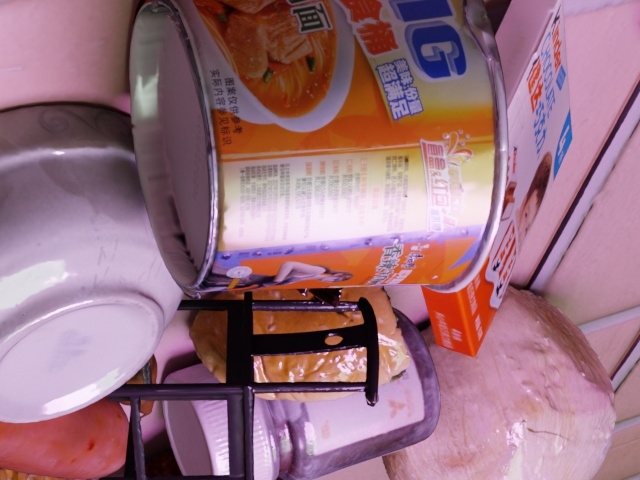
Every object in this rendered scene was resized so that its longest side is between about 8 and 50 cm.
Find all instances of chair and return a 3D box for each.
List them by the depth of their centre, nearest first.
[{"bbox_3d":[-0.078,0.138,1.522,0.260,0.154,0.141,0,126,-2],"label":"chair"}]

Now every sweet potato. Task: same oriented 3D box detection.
[{"bbox_3d":[-0.193,0.147,1.678,0.056,0.056,0.195,-22,157,-11],"label":"sweet potato"}]

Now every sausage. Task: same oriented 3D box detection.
[{"bbox_3d":[-0.280,0.173,1.572,0.113,0.114,0.259,-36,152,15],"label":"sausage"}]

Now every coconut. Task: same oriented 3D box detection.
[{"bbox_3d":[0.209,0.223,1.956,0.297,0.254,0.297,-22,150,-14],"label":"coconut"}]

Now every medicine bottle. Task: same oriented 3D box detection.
[{"bbox_3d":[-0.020,0.179,1.767,0.273,0.165,0.165,-15,150,-23],"label":"medicine bottle"}]

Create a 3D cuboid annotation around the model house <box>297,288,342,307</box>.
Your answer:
[{"bbox_3d":[-0.007,0.008,1.468,0.203,0.164,0.141,-10,134,-50],"label":"model house"}]

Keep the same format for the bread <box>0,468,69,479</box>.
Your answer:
[{"bbox_3d":[-0.358,0.317,1.719,0.240,0.139,0.240,-21,155,-10],"label":"bread"}]

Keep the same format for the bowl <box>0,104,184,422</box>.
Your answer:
[{"bbox_3d":[-0.240,0.039,1.341,0.307,0.163,0.307,-23,150,-14],"label":"bowl"}]

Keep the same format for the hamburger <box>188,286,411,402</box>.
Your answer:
[{"bbox_3d":[-0.024,0.092,1.644,0.207,0.155,0.135,-14,146,-10],"label":"hamburger"}]

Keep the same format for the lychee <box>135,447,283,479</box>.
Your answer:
[{"bbox_3d":[-0.114,0.357,1.860,0.264,0.264,0.300,-18,-171,-18],"label":"lychee"}]

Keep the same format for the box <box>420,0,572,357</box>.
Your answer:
[{"bbox_3d":[0.163,-0.058,1.495,0.265,0.048,0.273,-65,160,-18],"label":"box"}]

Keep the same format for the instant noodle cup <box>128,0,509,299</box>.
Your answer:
[{"bbox_3d":[-0.015,-0.084,1.220,0.214,0.296,0.296,-9,148,-19],"label":"instant noodle cup"}]
